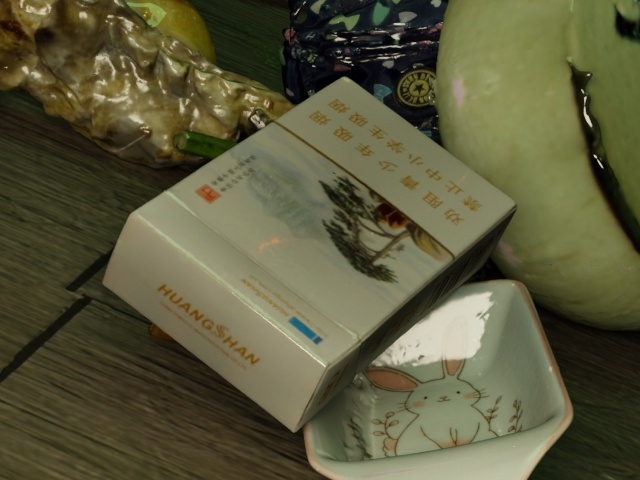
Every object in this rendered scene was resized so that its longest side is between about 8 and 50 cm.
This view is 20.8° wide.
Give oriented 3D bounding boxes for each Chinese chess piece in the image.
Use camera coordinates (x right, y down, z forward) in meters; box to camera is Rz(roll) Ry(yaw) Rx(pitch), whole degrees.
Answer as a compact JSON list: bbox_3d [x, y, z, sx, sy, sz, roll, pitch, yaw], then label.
[{"bbox_3d":[0.245,-0.103,1.381,0.146,0.349,0.349,-14,-6,42],"label":"Chinese chess piece"}]

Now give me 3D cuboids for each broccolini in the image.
[{"bbox_3d":[0.007,-0.012,1.316,0.271,0.062,0.123,25,6,-4],"label":"broccolini"}]

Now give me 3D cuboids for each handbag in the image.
[{"bbox_3d":[0.092,-0.152,1.531,0.260,0.162,0.113,-2,52,9],"label":"handbag"}]

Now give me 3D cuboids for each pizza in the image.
[{"bbox_3d":[-0.123,-0.163,1.471,0.204,0.080,0.188,26,-4,-1],"label":"pizza"}]

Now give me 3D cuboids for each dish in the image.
[{"bbox_3d":[0.067,0.107,1.037,0.154,0.064,0.234,-10,23,1],"label":"dish"}]

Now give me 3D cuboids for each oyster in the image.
[{"bbox_3d":[-0.136,-0.117,1.355,0.345,0.128,0.078,22,41,-16],"label":"oyster"}]

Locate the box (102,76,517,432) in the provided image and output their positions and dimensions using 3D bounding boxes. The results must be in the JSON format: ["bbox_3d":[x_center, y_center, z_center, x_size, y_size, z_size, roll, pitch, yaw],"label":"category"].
[{"bbox_3d":[0.000,0.001,1.059,0.149,0.067,0.233,36,40,16],"label":"box"}]

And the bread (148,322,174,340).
[{"bbox_3d":[-0.027,0.046,1.116,0.139,0.084,0.074,28,33,6],"label":"bread"}]
